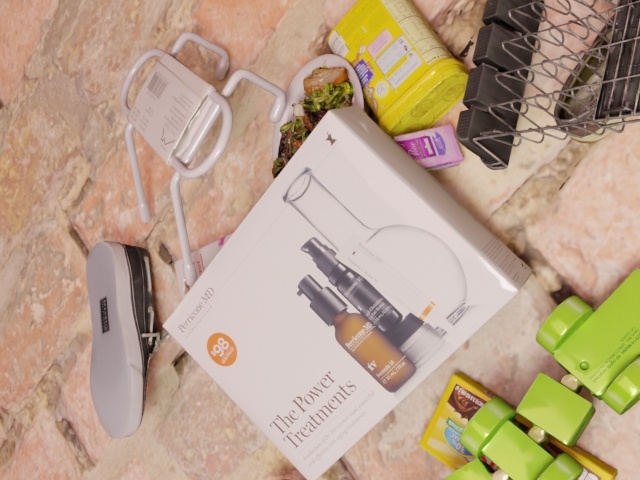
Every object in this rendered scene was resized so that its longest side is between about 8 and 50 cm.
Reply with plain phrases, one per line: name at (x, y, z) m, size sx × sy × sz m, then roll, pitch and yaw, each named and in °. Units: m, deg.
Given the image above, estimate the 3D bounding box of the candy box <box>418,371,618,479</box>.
candy box at (0.219, 0.250, 0.844) m, size 0.206 × 0.027 × 0.105 m, roll 30°, pitch 106°, yaw 32°

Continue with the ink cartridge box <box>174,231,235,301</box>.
ink cartridge box at (-0.122, 0.050, 1.068) m, size 0.181 × 0.061 × 0.104 m, roll -23°, pitch 73°, yaw 32°

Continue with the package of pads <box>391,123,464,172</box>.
package of pads at (0.128, -0.109, 0.895) m, size 0.032 × 0.083 × 0.050 m, roll 113°, pitch 142°, yaw -69°

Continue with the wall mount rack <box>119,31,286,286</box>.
wall mount rack at (-0.196, -0.126, 1.052) m, size 0.304 × 0.130 × 0.350 m, roll -58°, pitch 41°, yaw 10°

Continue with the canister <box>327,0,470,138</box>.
canister at (0.095, -0.225, 0.924) m, size 0.126 × 0.073 × 0.170 m, roll -42°, pitch 64°, yaw 28°

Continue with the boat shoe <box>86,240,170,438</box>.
boat shoe at (-0.300, 0.153, 1.163) m, size 0.113 × 0.105 × 0.306 m, roll -28°, pitch 66°, yaw 35°

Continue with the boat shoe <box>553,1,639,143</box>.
boat shoe at (0.326, -0.199, 0.761) m, size 0.080 × 0.073 × 0.223 m, roll 46°, pitch 114°, yaw 25°

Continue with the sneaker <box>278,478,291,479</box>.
sneaker at (-0.063, 0.483, 0.969) m, size 0.147 × 0.130 × 0.330 m, roll -1°, pitch 87°, yaw 32°

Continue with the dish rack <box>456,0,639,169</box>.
dish rack at (0.252, -0.187, 0.731) m, size 0.271 × 0.074 × 0.208 m, roll 1°, pitch 75°, yaw 59°

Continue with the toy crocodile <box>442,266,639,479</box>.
toy crocodile at (0.253, 0.170, 0.771) m, size 0.115 × 0.105 × 0.340 m, roll 39°, pitch 93°, yaw 29°

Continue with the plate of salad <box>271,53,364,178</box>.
plate of salad at (-0.015, -0.145, 0.959) m, size 0.200 × 0.048 × 0.200 m, roll -10°, pitch 77°, yaw 51°

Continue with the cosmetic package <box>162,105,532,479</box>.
cosmetic package at (0.016, 0.073, 0.895) m, size 0.284 × 0.097 × 0.377 m, roll 45°, pitch 116°, yaw 10°
